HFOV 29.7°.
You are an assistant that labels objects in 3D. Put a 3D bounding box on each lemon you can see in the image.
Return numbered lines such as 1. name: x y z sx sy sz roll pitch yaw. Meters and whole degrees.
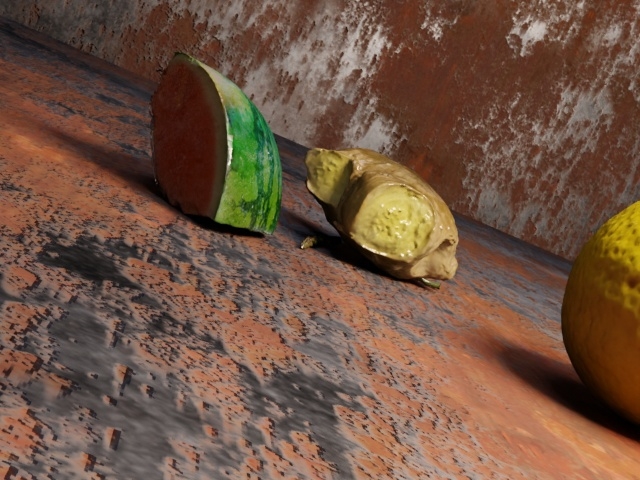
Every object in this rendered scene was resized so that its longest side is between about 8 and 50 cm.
1. lemon: 0.363 0.074 1.190 0.267 0.267 0.267 23 8 -3

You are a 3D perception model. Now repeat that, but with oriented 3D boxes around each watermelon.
1. watermelon: -0.090 -0.104 1.327 0.146 0.231 0.128 14 -28 -41

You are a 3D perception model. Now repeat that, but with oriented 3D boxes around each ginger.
1. ginger: 0.069 -0.049 1.510 0.219 0.123 0.270 31 12 -30

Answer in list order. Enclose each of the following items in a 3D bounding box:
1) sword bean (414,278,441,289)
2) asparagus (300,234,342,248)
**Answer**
1. sword bean: 0.114 0.042 1.526 0.083 0.012 0.012 25 8 3
2. asparagus: 0.000 0.000 1.450 0.016 0.016 0.163 45 11 10
